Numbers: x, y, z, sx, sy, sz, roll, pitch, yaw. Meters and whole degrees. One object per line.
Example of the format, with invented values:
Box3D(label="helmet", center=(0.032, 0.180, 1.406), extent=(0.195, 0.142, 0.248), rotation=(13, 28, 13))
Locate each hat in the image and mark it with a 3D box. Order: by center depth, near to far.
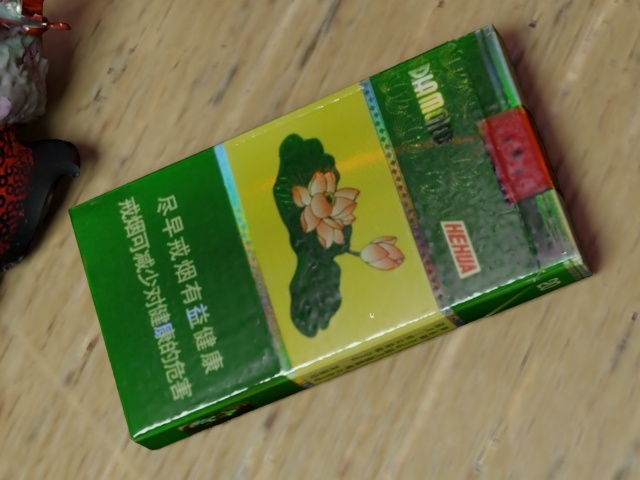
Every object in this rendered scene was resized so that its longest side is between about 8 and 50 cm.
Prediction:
Box3D(label="hat", center=(-0.186, -0.014, 0.956), extent=(0.140, 0.129, 0.227), rotation=(-5, 85, 2))

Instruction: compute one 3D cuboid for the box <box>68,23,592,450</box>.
Box3D(label="box", center=(0.000, 0.000, 0.917), extent=(0.235, 0.034, 0.132), rotation=(-24, 67, 12))
